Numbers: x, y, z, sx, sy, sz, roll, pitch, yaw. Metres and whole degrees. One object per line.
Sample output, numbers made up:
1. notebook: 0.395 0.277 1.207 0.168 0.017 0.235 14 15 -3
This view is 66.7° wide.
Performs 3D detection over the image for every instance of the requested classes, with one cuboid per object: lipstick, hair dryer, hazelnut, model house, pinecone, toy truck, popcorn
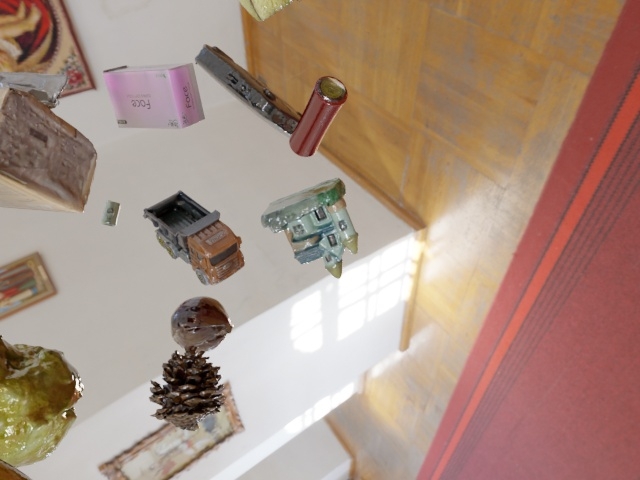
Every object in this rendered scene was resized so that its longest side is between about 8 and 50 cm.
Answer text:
1. lipstick: -0.010 -0.288 1.158 0.080 0.080 0.241 59 153 8
2. hair dryer: -0.531 -0.074 1.229 0.124 0.037 0.063 167 114 -67
3. hazelnut: -0.348 0.244 1.395 0.161 0.170 0.202 60 171 4
4. model house: 0.000 0.000 1.561 0.194 0.266 0.325 -74 -38 -68
5. pinecone: -0.276 0.307 1.016 0.173 0.173 0.174 44 150 34
6. toy truck: -0.215 -0.011 0.820 0.192 0.083 0.092 34 143 31
7. popcorn: -0.584 0.296 0.891 0.276 0.276 0.226 134 144 -64

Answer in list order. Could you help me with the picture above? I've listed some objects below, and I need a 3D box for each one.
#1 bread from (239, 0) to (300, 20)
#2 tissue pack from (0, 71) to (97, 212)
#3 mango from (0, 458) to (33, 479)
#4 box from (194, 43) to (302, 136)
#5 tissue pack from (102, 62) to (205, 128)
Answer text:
1. bread: -0.108 -0.705 1.233 0.141 0.266 0.178 41 164 31
2. tissue pack: -0.566 -0.184 0.827 0.305 0.239 0.239 5 129 16
3. mango: -0.419 0.329 0.590 0.195 0.137 0.098 38 -168 -36
4. box: -0.180 -0.429 1.483 0.350 0.091 0.359 42 -168 21
5. tissue pack: -0.429 -0.372 1.246 0.246 0.092 0.149 9 121 30
